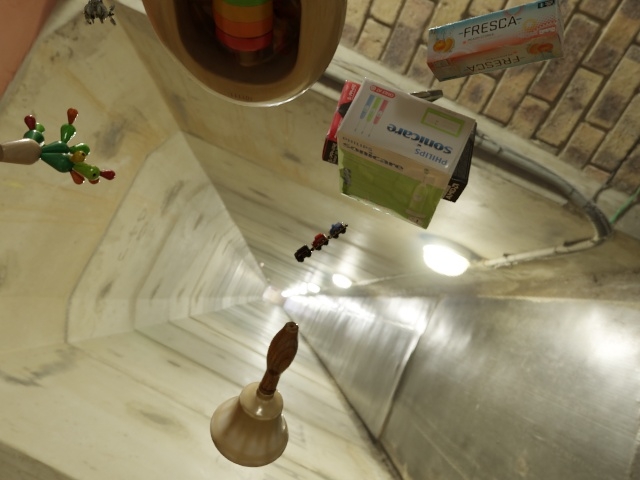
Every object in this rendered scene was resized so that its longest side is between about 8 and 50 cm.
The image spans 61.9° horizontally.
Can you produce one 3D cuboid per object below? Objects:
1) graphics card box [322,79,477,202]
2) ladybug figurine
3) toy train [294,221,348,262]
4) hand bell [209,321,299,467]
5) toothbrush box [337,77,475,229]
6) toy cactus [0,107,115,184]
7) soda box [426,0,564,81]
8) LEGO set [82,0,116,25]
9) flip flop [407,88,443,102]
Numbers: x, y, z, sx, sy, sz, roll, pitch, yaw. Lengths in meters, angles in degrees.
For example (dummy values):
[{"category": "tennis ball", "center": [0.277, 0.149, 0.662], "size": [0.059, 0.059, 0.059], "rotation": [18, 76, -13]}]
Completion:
[{"category": "graphics card box", "center": [0.209, -0.261, 1.390], "size": [0.094, 0.371, 0.232], "rotation": [106, -179, -57]}, {"category": "ladybug figurine", "center": [-0.106, -0.385, 0.781], "size": [0.449, 0.305, 0.161], "rotation": [111, 170, -64]}, {"category": "toy train", "center": [0.000, 0.000, 1.348], "size": [0.158, 0.036, 0.027], "rotation": [-34, 34, 5]}, {"category": "hand bell", "center": [-0.075, 0.204, 0.769], "size": [0.126, 0.126, 0.242], "rotation": [-62, -6, -56]}, {"category": "toothbrush box", "center": [0.149, -0.151, 1.019], "size": [0.283, 0.206, 0.122], "rotation": [76, -141, -73]}, {"category": "toy cactus", "center": [-0.510, -0.175, 1.007], "size": [0.180, 0.219, 0.112], "rotation": [-18, -33, -56]}, {"category": "soda box", "center": [0.248, -0.285, 0.769], "size": [0.058, 0.183, 0.063], "rotation": [27, -114, -54]}, {"category": "LEGO set", "center": [-0.302, -0.326, 0.731], "size": [0.083, 0.054, 0.023], "rotation": [-55, 0, 33]}, {"category": "flip flop", "center": [0.162, -0.242, 1.158], "size": [0.112, 0.080, 0.277], "rotation": [-18, -10, -43]}]
